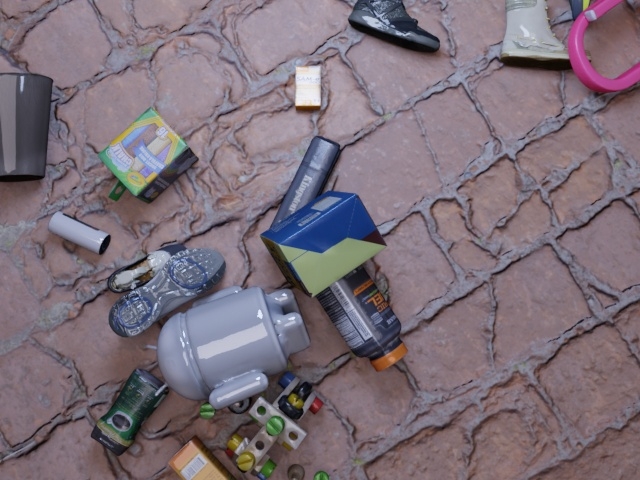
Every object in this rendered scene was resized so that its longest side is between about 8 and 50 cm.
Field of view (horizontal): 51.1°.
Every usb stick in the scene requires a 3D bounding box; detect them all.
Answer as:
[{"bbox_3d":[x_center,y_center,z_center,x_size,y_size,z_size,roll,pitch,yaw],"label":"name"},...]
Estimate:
[{"bbox_3d":[-0.038,-0.114,1.577,0.077,0.045,0.278,26,87,2],"label":"usb stick"}]

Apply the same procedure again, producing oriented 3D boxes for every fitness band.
[{"bbox_3d":[0.703,-0.469,1.551,0.290,0.054,0.209,-34,104,-13],"label":"fitness band"}]

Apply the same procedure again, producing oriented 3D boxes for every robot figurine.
[{"bbox_3d":[-0.205,0.227,1.471,0.353,0.200,0.300,-19,43,-3],"label":"robot figurine"}]

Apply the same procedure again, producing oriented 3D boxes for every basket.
[{"bbox_3d":[-0.716,-0.255,1.549,0.204,0.154,0.227,-4,89,1],"label":"basket"}]

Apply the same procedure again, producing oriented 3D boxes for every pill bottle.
[{"bbox_3d":[0.096,0.172,1.511,0.130,0.130,0.246,-34,87,-2],"label":"pill bottle"}]

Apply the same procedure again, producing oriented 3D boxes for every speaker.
[{"bbox_3d":[-0.565,-0.017,1.571,0.136,0.055,0.055,25,86,3],"label":"speaker"}]

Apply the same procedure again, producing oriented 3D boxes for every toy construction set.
[{"bbox_3d":[-0.094,0.451,1.437,0.257,0.237,0.309,-27,86,-2],"label":"toy construction set"}]

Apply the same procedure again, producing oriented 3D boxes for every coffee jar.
[{"bbox_3d":[-0.435,0.392,1.525,0.096,0.079,0.184,36,86,0],"label":"coffee jar"}]

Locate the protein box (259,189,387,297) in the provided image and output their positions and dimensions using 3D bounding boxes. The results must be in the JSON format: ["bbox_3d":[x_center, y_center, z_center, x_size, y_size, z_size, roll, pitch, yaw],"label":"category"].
[{"bbox_3d":[0.000,0.000,1.462,0.199,0.201,0.136,-33,104,-11],"label":"protein box"}]

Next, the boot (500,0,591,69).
[{"bbox_3d":[0.539,-0.495,1.588,0.213,0.077,0.165,5,83,1],"label":"boot"}]

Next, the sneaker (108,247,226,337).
[{"bbox_3d":[-0.352,0.115,1.534,0.297,0.129,0.111,-32,88,-21],"label":"sneaker"}]

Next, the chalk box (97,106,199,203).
[{"bbox_3d":[-0.411,-0.177,1.544,0.213,0.132,0.132,-42,87,-4],"label":"chalk box"}]

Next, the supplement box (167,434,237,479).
[{"bbox_3d":[-0.235,0.555,1.511,0.080,0.078,0.233,-42,87,-6],"label":"supplement box"}]

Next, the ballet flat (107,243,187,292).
[{"bbox_3d":[-0.404,0.068,1.556,0.203,0.074,0.074,-25,86,-2],"label":"ballet flat"}]

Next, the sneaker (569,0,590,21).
[{"bbox_3d":[0.559,-0.655,1.597,0.121,0.111,0.300,-20,85,18],"label":"sneaker"}]

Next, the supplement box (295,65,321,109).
[{"bbox_3d":[-0.030,-0.365,1.602,0.062,0.036,0.099,0,85,0],"label":"supplement box"}]

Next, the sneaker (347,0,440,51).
[{"bbox_3d":[0.192,-0.534,1.587,0.227,0.087,0.130,25,93,8],"label":"sneaker"}]
